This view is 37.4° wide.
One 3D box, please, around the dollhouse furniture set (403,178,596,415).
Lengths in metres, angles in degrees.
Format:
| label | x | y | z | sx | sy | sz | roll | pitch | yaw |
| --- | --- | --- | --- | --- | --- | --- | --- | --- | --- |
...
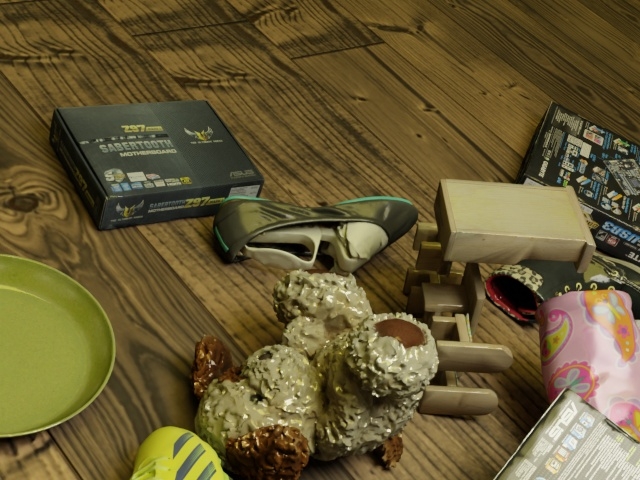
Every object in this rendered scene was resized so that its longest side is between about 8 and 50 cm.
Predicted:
| label | x | y | z | sx | sy | sz | roll | pitch | yaw |
| --- | --- | --- | --- | --- | --- | --- | --- | --- | --- |
| dollhouse furniture set | 0.205 | 0.057 | 1.131 | 0.160 | 0.242 | 0.212 | 4 | 40 | -5 |

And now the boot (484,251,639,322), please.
| label | x | y | z | sx | sy | sz | roll | pitch | yaw |
| --- | --- | --- | --- | --- | --- | --- | --- | --- | --- |
| boot | 0.359 | 0.079 | 1.324 | 0.236 | 0.085 | 0.178 | 35 | 41 | 23 |

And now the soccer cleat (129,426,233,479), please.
| label | x | y | z | sx | sy | sz | roll | pitch | yaw |
| --- | --- | --- | --- | --- | --- | --- | --- | --- | --- |
| soccer cleat | -0.139 | 0.245 | 0.804 | 0.121 | 0.093 | 0.289 | 30 | 17 | -25 |

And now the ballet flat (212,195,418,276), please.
| label | x | y | z | sx | sy | sz | roll | pitch | yaw |
| --- | --- | --- | --- | --- | --- | --- | --- | --- | --- |
| ballet flat | 0.000 | 0.000 | 1.229 | 0.280 | 0.095 | 0.096 | -1 | 53 | -14 |

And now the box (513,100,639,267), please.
| label | x | y | z | sx | sy | sz | roll | pitch | yaw |
| --- | --- | --- | --- | --- | --- | --- | --- | --- | --- |
| box | 0.485 | -0.090 | 1.596 | 0.293 | 0.073 | 0.295 | 28 | 38 | 4 |

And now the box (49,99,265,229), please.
| label | x | y | z | sx | sy | sz | roll | pitch | yaw |
| --- | --- | --- | --- | --- | --- | --- | --- | --- | --- |
| box | -0.217 | -0.108 | 1.256 | 0.232 | 0.059 | 0.183 | -8 | 47 | -35 |

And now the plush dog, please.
| label | x | y | z | sx | sy | sz | roll | pitch | yaw |
| --- | --- | --- | --- | --- | --- | --- | --- | --- | --- |
| plush dog | -0.021 | 0.166 | 0.979 | 0.225 | 0.211 | 0.262 | -14 | 22 | -21 |

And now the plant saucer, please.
| label | x | y | z | sx | sy | sz | roll | pitch | yaw |
| --- | --- | --- | --- | --- | --- | --- | --- | --- | --- |
| plant saucer | -0.332 | 0.109 | 0.960 | 0.240 | 0.037 | 0.241 | 15 | 38 | -12 |

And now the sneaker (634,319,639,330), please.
| label | x | y | z | sx | sy | sz | roll | pitch | yaw |
| --- | --- | --- | --- | --- | --- | --- | --- | --- | --- |
| sneaker | 0.441 | 0.188 | 1.228 | 0.101 | 0.153 | 0.268 | 2 | -9 | 28 |

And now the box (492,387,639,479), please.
| label | x | y | z | sx | sy | sz | roll | pitch | yaw |
| --- | --- | --- | --- | --- | --- | --- | --- | --- | --- |
| box | 0.245 | 0.312 | 0.916 | 0.216 | 0.060 | 0.270 | 37 | 68 | 16 |

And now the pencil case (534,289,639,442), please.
| label | x | y | z | sx | sy | sz | roll | pitch | yaw |
| --- | --- | --- | --- | --- | --- | --- | --- | --- | --- |
| pencil case | 0.323 | 0.198 | 1.074 | 0.124 | 0.124 | 0.284 | 4 | 63 | -24 |
